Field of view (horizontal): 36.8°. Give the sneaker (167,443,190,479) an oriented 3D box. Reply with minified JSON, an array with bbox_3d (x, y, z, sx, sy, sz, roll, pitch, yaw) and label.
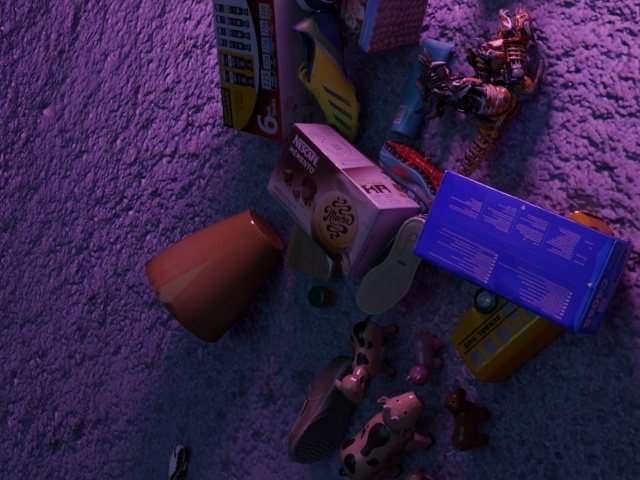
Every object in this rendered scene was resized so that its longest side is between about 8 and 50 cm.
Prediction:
[{"bbox_3d":[-0.334,0.528,2.245,0.043,0.040,0.109,16,89,56],"label":"sneaker"}]

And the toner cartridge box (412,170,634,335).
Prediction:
[{"bbox_3d":[0.332,0.015,1.624,0.347,0.075,0.165,28,101,40],"label":"toner cartridge box"}]

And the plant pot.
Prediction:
[{"bbox_3d":[-0.214,0.054,2.127,0.254,0.237,0.237,-41,58,10],"label":"plant pot"}]

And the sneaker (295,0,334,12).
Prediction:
[{"bbox_3d":[-0.016,-0.595,1.878,0.153,0.099,0.282,7,118,61],"label":"sneaker"}]

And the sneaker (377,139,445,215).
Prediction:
[{"bbox_3d":[0.205,-0.082,1.893,0.262,0.104,0.125,49,134,34],"label":"sneaker"}]

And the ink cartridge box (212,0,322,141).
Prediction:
[{"bbox_3d":[-0.139,-0.399,2.109,0.271,0.130,0.310,19,122,42],"label":"ink cartridge box"}]

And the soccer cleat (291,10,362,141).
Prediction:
[{"bbox_3d":[0.008,-0.329,1.995,0.093,0.121,0.289,33,141,55],"label":"soccer cleat"}]

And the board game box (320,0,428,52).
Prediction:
[{"bbox_3d":[0.088,-0.565,1.967,0.291,0.141,0.232,47,141,35],"label":"board game box"}]

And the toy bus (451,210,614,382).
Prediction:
[{"bbox_3d":[0.381,0.099,1.689,0.333,0.108,0.130,-46,57,24],"label":"toy bus"}]

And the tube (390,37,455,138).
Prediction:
[{"bbox_3d":[0.202,-0.310,1.951,0.080,0.052,0.207,22,91,35],"label":"tube"}]

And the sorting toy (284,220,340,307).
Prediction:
[{"bbox_3d":[0.000,0.000,2.057,0.132,0.046,0.275,15,92,40],"label":"sorting toy"}]

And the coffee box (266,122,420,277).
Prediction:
[{"bbox_3d":[0.039,-0.086,1.913,0.297,0.118,0.168,48,126,34],"label":"coffee box"}]

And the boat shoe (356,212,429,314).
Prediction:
[{"bbox_3d":[0.149,0.047,1.827,0.084,0.079,0.233,35,116,5],"label":"boat shoe"}]

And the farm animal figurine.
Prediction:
[{"bbox_3d":[0.131,0.328,1.809,0.330,0.172,0.327,37,105,37],"label":"farm animal figurine"}]

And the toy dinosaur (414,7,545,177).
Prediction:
[{"bbox_3d":[0.299,-0.280,1.809,0.218,0.164,0.322,15,70,24],"label":"toy dinosaur"}]

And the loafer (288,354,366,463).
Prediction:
[{"bbox_3d":[0.011,0.343,1.972,0.251,0.094,0.087,-58,28,4],"label":"loafer"}]
